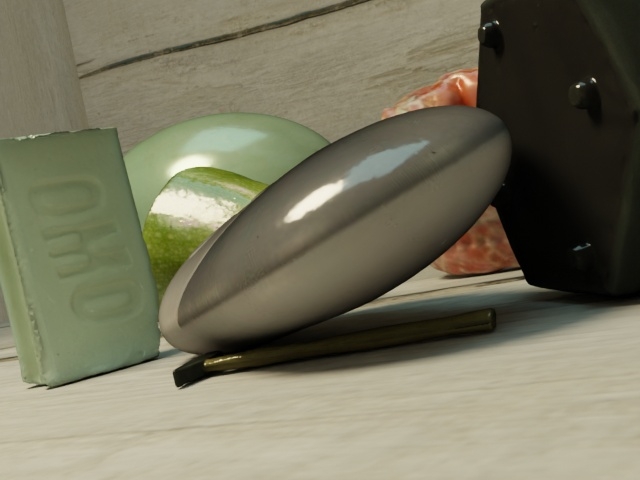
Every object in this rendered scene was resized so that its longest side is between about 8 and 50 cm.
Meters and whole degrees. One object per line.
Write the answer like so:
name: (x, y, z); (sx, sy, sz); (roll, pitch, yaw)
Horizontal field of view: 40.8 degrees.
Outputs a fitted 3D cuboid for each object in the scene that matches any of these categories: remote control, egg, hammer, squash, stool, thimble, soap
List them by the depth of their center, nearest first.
hammer: (0.006, 0.064, 0.517); (0.199, 0.013, 0.062); (-12, 0, 19)
stool: (0.194, -0.077, 0.547); (0.141, 0.232, 0.232); (-9, 0, -11)
remote control: (0.000, 0.000, 0.601); (0.221, 0.103, 0.332); (-34, 3, -28)
soap: (-0.204, 0.012, 0.706); (0.114, 0.198, 0.063); (-15, 1, -38)
squash: (-0.084, 0.011, 0.837); (0.122, 0.170, 0.170); (3, 8, 32)
thimble: (0.181, -0.086, 0.909); (0.239, 0.162, 0.239); (-20, 26, 10)
egg: (-0.142, -0.046, 1.257); (0.389, 0.276, 0.276); (-11, 1, 5)
